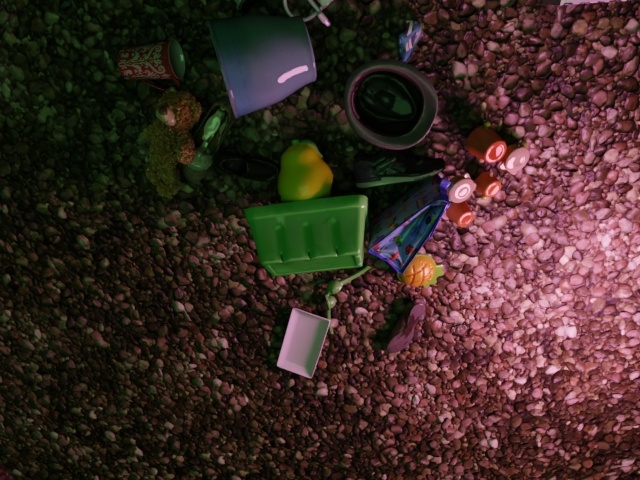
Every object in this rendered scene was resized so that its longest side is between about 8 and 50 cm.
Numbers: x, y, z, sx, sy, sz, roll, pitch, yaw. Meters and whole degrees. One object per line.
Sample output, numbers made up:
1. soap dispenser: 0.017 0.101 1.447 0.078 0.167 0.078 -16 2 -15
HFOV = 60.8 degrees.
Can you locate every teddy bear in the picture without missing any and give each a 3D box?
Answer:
1. teddy bear: -0.471 -0.295 1.671 0.113 0.245 0.338 -1 144 -38

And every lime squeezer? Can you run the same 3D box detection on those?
1. lime squeezer: 0.059 0.197 1.924 0.109 0.059 0.310 9 118 -35

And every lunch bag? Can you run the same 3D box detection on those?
1. lunch bag: 0.286 -0.082 1.673 0.138 0.221 0.293 34 115 -10

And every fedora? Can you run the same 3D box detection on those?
1. fedora: 0.204 -0.403 1.600 0.275 0.124 0.244 21 112 5

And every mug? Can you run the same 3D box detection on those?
1. mug: -0.502 -0.513 1.625 0.169 0.113 0.150 -3 112 10

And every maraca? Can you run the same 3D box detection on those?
1. maraca: 0.335 0.103 1.829 0.185 0.099 0.127 20 119 -32

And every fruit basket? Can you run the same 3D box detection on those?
1. fruit basket: -0.038 -0.100 1.652 0.391 0.283 0.392 -2 73 7

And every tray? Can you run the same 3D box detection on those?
1. tray: -0.063 0.375 2.008 0.145 0.030 0.270 18 114 4

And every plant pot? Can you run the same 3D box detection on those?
1. plant pot: -0.154 -0.508 1.526 0.255 0.272 0.272 -17 112 -4

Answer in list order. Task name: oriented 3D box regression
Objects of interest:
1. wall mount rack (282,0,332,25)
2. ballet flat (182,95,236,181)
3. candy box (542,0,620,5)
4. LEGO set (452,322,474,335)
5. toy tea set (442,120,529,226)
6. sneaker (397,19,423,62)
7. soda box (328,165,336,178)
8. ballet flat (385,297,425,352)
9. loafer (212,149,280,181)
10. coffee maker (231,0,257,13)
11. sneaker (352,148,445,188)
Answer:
1. wall mount rack: -0.001 -0.768 1.458 0.350 0.130 0.304 -39 104 18
2. ballet flat: -0.360 -0.309 1.701 0.107 0.106 0.316 28 113 -8
3. candy box: 0.704 -0.658 1.423 0.196 0.165 0.070 -2 114 6
4. LEGO set: 0.506 0.315 1.946 0.083 0.023 0.054 29 116 -22
5. toy tea set: 0.473 -0.206 1.691 0.200 0.124 0.336 23 113 -38
6. sneaker: 0.244 -0.563 1.569 0.059 0.053 0.144 21 105 -5
7. soda box: -0.013 -0.154 1.761 0.058 0.063 0.183 24 113 -6
8. ballet flat: 0.299 0.301 1.943 0.084 0.058 0.250 8 122 -22
9. loafer: -0.230 -0.223 1.719 0.220 0.078 0.080 8 116 -21
10. coffee maker: -0.227 -0.743 1.483 0.178 0.120 0.171 41 113 -5
11. sneaker: 0.240 -0.242 1.682 0.283 0.107 0.124 -9 106 9
